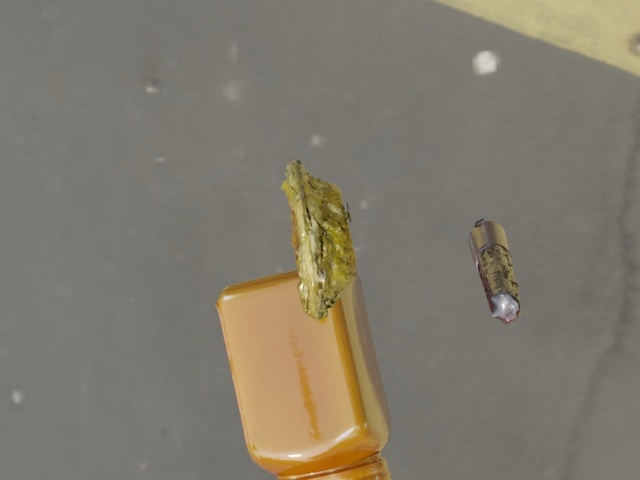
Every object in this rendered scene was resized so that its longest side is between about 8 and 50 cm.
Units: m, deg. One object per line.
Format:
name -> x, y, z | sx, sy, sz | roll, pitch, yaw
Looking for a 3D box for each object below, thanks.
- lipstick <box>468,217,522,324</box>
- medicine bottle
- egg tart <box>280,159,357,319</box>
lipstick -> 0.110, 0.020, 1.014 | 0.027, 0.176, 0.027 | 0, 104, 1
medicine bottle -> -0.005, 0.138, 1.412 | 0.112, 0.149, 0.222 | -13, 85, 11
egg tart -> 0.000, 0.000, 1.289 | 0.052, 0.130, 0.130 | -8, 92, -1
